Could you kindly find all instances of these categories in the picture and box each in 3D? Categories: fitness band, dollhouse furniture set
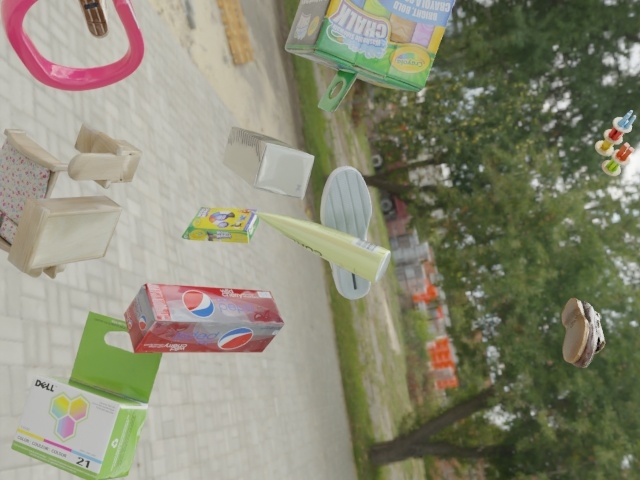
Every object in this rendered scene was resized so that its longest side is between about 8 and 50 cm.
[{"bbox_3d":[-0.416,-0.354,1.140,0.291,0.209,0.054,98,-26,-72],"label":"fitness band"},{"bbox_3d":[-0.533,-0.110,1.152,0.303,0.355,0.174,-63,160,18],"label":"dollhouse furniture set"}]

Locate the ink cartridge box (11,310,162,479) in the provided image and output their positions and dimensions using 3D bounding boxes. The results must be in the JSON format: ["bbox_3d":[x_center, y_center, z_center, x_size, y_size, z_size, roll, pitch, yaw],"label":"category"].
[{"bbox_3d":[-0.399,0.261,1.168,0.097,0.188,0.255,35,68,-68],"label":"ink cartridge box"}]

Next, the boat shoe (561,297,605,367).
[{"bbox_3d":[0.508,0.179,1.276,0.073,0.073,0.207,-60,176,32],"label":"boat shoe"}]

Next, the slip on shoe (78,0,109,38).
[{"bbox_3d":[-0.408,-0.432,1.201,0.041,0.051,0.135,-135,-149,-74],"label":"slip on shoe"}]

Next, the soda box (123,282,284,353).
[{"bbox_3d":[-0.199,0.139,1.171,0.263,0.092,0.083,9,42,-40],"label":"soda box"}]

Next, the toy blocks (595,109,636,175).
[{"bbox_3d":[0.806,-0.264,1.795,0.148,0.054,0.123,105,-16,-58],"label":"toy blocks"}]

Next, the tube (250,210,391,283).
[{"bbox_3d":[0.000,0.000,1.135,0.062,0.240,0.070,-54,160,-36],"label":"tube"}]

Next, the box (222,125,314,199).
[{"bbox_3d":[-0.117,-0.168,1.406,0.275,0.113,0.094,36,-69,62],"label":"box"}]

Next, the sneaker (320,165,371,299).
[{"bbox_3d":[0.040,-0.019,1.236,0.091,0.094,0.258,-124,-152,-62],"label":"sneaker"}]

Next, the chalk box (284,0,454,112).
[{"bbox_3d":[0.052,-0.238,0.721,0.132,0.132,0.213,-133,-120,-67],"label":"chalk box"}]

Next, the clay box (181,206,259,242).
[{"bbox_3d":[-0.315,-0.050,2.086,0.127,0.222,0.053,-72,162,-55],"label":"clay box"}]
